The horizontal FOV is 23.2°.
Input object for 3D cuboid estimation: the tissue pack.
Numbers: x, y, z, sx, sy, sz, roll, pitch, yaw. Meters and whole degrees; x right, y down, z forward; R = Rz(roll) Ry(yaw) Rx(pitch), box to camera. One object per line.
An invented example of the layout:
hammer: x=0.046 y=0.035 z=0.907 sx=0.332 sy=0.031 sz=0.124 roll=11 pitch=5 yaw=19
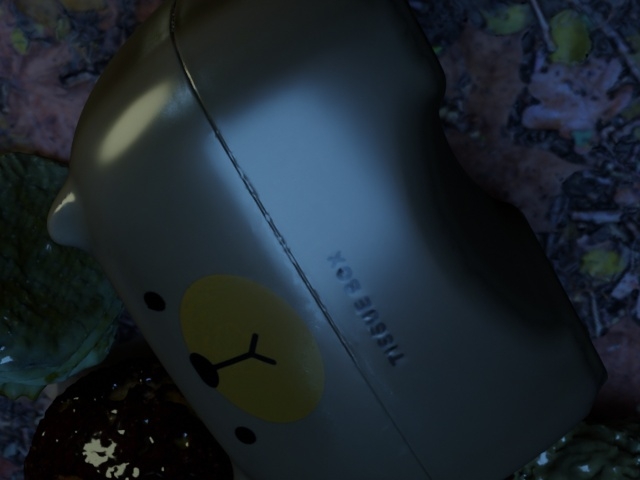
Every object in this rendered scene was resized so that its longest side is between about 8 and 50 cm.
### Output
tissue pack: x=0.000 y=0.000 z=1.087 sx=0.277 sy=0.267 sz=0.387 roll=-26 pitch=112 yaw=10

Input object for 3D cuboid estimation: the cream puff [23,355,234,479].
cream puff: x=-0.115 y=0.197 z=1.234 sx=0.239 sy=0.165 sz=0.239 roll=21 pitch=140 yaw=19

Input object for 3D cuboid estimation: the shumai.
shumai: x=-0.239 y=0.031 z=1.210 sx=0.184 sy=0.184 sz=0.142 roll=42 pitch=140 yaw=-18

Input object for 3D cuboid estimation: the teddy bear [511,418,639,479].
teddy bear: x=0.204 y=0.250 z=1.281 sx=0.267 sy=0.156 sz=0.256 roll=22 pitch=113 yaw=-9
